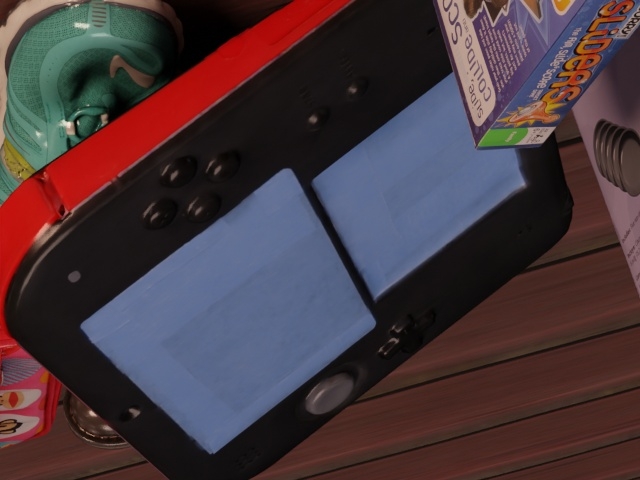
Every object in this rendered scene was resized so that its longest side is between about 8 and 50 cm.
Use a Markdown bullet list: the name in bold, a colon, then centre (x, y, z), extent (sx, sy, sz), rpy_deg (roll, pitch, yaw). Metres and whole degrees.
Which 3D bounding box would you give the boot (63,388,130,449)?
- **boot**: centre (-0.091, 0.012, 1.013), extent (0.263, 0.091, 0.229), rpy_deg (-44, 160, -10)

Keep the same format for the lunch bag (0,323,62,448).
- **lunch bag**: centre (-0.286, 0.082, 1.115), extent (0.258, 0.120, 0.293), rpy_deg (-9, 160, -16)

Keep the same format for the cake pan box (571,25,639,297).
- **cake pan box**: centre (0.174, -0.132, 0.712), extent (0.070, 0.246, 0.267), rpy_deg (-13, 156, -12)

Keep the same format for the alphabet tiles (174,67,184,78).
- **alphabet tiles**: centre (-0.151, -0.042, 1.039), extent (0.237, 0.009, 0.198), rpy_deg (-23, 155, 22)

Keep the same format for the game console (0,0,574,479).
- **game console**: centre (0.000, 0.000, 0.938), extent (0.342, 0.060, 0.386), rpy_deg (-33, 151, -2)

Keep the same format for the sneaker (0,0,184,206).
- **sneaker**: centre (-0.143, -0.045, 0.892), extent (0.107, 0.110, 0.275), rpy_deg (3, 146, -20)

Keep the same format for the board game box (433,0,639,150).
- **board game box**: centre (0.079, -0.158, 0.652), extent (0.035, 0.201, 0.136), rpy_deg (-4, 156, -21)
